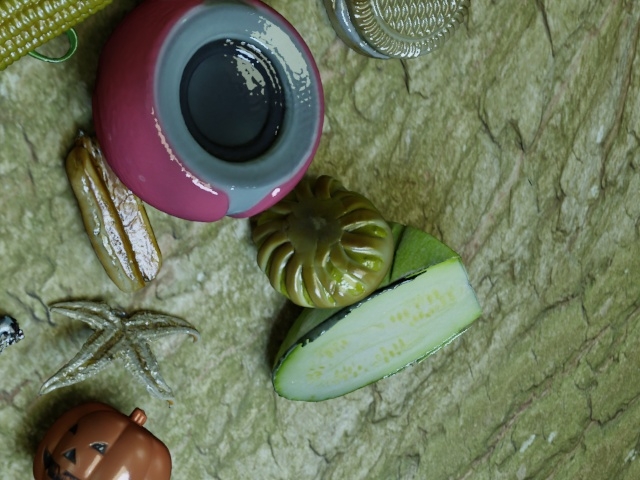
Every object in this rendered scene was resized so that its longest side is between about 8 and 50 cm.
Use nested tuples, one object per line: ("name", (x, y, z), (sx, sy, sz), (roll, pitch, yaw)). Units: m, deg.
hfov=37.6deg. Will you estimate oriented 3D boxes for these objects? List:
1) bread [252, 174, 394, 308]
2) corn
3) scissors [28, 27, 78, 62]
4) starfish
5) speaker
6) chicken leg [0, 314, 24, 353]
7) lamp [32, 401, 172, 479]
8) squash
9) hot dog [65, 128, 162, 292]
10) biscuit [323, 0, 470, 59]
("bread", (0.000, 0.000, 1.379), (0.213, 0.213, 0.104), (-49, 158, -11))
("corn", (-0.314, -0.268, 0.997), (0.345, 0.131, 0.131), (-27, 125, 7))
("scissors", (-0.388, -0.258, 1.098), (0.205, 0.027, 0.101), (-6, 101, -26))
("starfish", (-0.266, 0.157, 1.310), (0.248, 0.050, 0.138), (14, 64, -37))
("speaker", (-0.146, -0.167, 1.170), (0.294, 0.294, 0.294), (-13, 114, -32))
("chicken leg", (-0.489, 0.181, 1.189), (0.253, 0.051, 0.105), (-28, 116, -29))
("lamp", (-0.292, 0.302, 1.292), (0.188, 0.188, 0.163), (43, 74, -38))
("squash", (0.072, 0.146, 1.480), (0.309, 0.210, 0.233), (-52, 146, -16))
("hot dog", (-0.278, -0.040, 1.253), (0.092, 0.062, 0.235), (-35, 120, -41))
("biscuit", (0.121, -0.392, 1.404), (0.259, 0.079, 0.259), (-13, 113, -32))
